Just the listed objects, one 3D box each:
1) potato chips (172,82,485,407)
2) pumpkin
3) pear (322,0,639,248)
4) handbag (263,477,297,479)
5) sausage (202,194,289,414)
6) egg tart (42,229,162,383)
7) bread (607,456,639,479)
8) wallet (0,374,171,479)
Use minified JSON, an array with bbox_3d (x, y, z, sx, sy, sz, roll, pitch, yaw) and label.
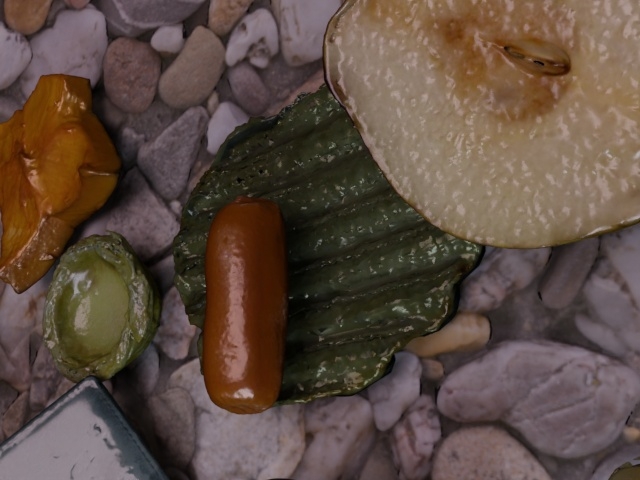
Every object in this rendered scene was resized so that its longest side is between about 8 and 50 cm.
[{"bbox_3d":[0.000,0.000,1.136,0.429,0.070,0.358,-21,70,25],"label":"potato chips"},{"bbox_3d":[-0.389,-0.106,1.363,0.258,0.095,0.290,-44,60,21],"label":"pumpkin"},{"bbox_3d":[0.210,-0.169,0.947,0.386,0.191,0.340,33,113,30],"label":"pear"},{"bbox_3d":[0.057,0.321,1.016,0.270,0.117,0.182,1,123,30],"label":"handbag"},{"bbox_3d":[-0.080,0.065,1.079,0.098,0.098,0.238,-6,75,29],"label":"sausage"},{"bbox_3d":[-0.274,0.088,1.272,0.197,0.078,0.197,-6,78,31],"label":"egg tart"},{"bbox_3d":[0.374,0.238,0.829,0.261,0.156,0.158,-15,72,28],"label":"bread"},{"bbox_3d":[-0.280,0.341,1.174,0.251,0.054,0.290,-37,72,-5],"label":"wallet"}]
